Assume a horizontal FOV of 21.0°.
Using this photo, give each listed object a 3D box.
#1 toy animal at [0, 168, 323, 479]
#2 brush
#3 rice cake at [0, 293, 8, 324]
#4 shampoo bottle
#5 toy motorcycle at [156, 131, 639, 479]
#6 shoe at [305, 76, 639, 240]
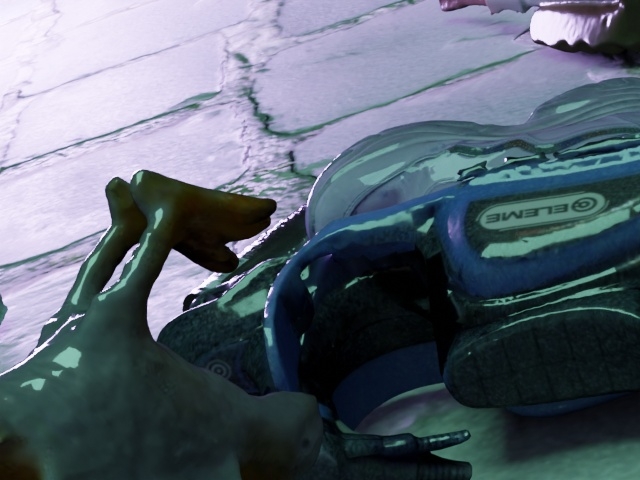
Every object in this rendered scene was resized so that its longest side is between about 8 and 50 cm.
[{"bbox_3d":[-0.138,0.086,0.676,0.225,0.284,0.302,4,61,50],"label":"toy animal"},{"bbox_3d":[0.174,-0.198,1.400,0.071,0.084,0.301,-30,18,-18],"label":"brush"},{"bbox_3d":[-0.350,0.085,1.243,0.237,0.043,0.127,-10,24,25],"label":"rice cake"},{"bbox_3d":[0.001,0.001,1.107,0.057,0.063,0.208,7,35,45],"label":"shampoo bottle"},{"bbox_3d":[0.073,0.048,0.862,0.359,0.125,0.212,-13,26,17],"label":"toy motorcycle"},{"bbox_3d":[0.115,-0.023,1.025,0.245,0.095,0.137,-15,20,-3],"label":"shoe"}]
